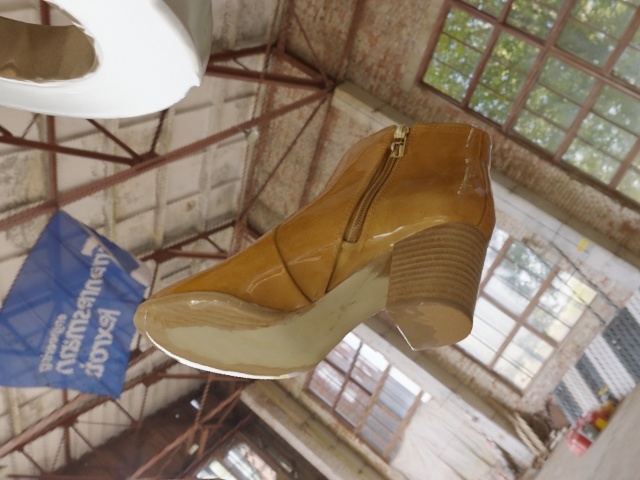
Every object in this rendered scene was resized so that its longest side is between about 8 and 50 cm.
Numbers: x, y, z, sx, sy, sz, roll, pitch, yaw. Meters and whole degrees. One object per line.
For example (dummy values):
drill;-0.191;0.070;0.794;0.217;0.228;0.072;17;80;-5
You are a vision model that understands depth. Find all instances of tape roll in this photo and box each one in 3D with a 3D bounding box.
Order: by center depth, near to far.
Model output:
tape roll;-0.294;-0.220;0.570;0.392;0.391;0.072;48;-132;-69

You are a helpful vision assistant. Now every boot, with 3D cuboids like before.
boot;0.000;-0.001;0.540;0.211;0.295;0.104;-75;-32;-43

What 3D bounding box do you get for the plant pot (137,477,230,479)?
plant pot;-0.180;0.347;0.587;0.243;0.275;0.275;-20;-15;15
